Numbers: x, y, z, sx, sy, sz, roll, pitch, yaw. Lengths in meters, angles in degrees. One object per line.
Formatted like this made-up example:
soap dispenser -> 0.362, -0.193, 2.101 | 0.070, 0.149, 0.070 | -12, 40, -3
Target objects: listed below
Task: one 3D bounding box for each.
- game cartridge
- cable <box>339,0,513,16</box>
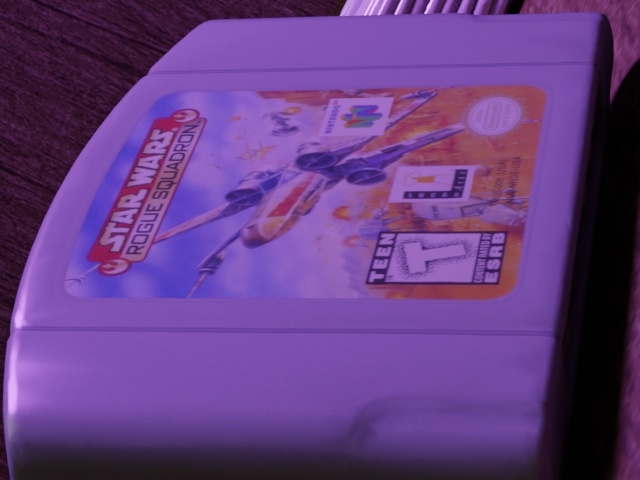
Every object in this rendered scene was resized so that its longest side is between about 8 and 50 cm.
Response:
game cartridge -> 0.000, 0.000, 0.691 | 0.297, 0.198, 0.062 | -73, -18, -54
cable -> 0.052, -0.126, 1.267 | 0.257, 0.089, 0.257 | -64, 6, -3
